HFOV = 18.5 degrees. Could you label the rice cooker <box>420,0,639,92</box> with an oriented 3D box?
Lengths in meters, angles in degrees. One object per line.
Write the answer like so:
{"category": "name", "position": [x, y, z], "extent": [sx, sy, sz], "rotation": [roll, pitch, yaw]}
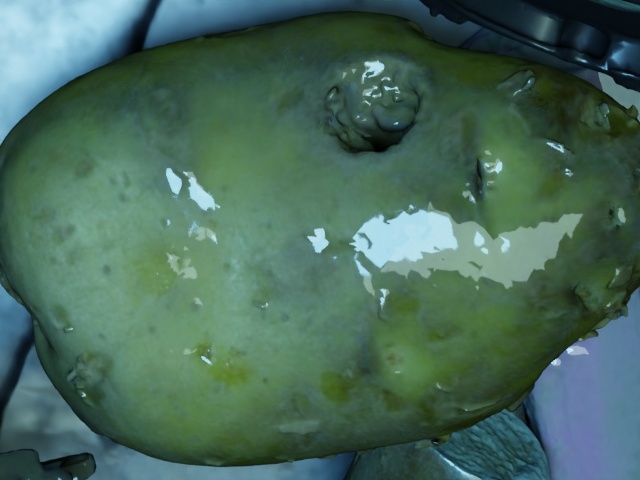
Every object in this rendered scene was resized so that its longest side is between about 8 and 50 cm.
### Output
{"category": "rice cooker", "position": [0.133, -0.180, 0.747], "extent": [0.267, 0.267, 0.224], "rotation": [20, 87, -16]}

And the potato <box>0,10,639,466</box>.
{"category": "potato", "position": [0.000, 0.000, 0.843], "extent": [0.296, 0.141, 0.191], "rotation": [-6, 103, 17]}

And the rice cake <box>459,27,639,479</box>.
{"category": "rice cake", "position": [0.127, 0.063, 0.950], "extent": [0.073, 0.056, 0.364], "rotation": [-15, 112, -6]}

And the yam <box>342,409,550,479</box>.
{"category": "yam", "position": [0.022, 0.188, 0.950], "extent": [0.093, 0.093, 0.259], "rotation": [19, 114, -15]}

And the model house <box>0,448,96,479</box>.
{"category": "model house", "position": [-0.204, 0.134, 0.831], "extent": [0.243, 0.204, 0.211], "rotation": [-13, 89, 9]}
